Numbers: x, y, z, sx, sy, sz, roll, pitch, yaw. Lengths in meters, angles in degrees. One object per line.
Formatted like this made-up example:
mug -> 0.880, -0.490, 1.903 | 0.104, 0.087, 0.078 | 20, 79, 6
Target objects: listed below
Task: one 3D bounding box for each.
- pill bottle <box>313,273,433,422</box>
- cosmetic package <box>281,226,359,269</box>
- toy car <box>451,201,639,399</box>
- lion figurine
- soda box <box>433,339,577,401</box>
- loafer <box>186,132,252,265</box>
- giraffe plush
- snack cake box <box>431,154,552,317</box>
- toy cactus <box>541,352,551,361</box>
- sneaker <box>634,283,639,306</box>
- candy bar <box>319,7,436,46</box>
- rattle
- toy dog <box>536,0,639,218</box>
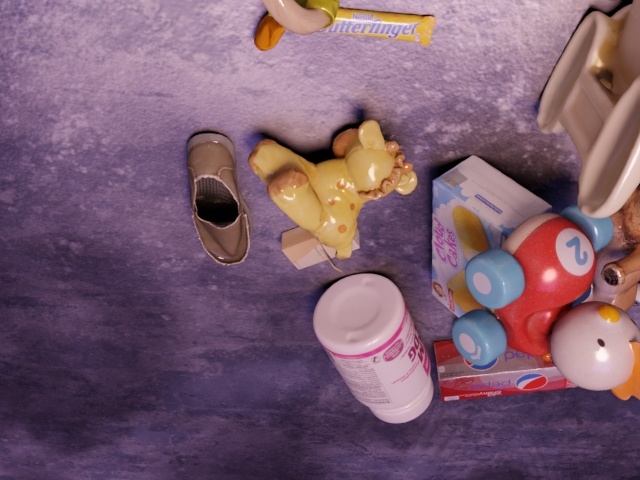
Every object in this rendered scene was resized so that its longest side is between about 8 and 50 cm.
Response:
pill bottle -> 0.106, 0.203, 1.300 | 0.160, 0.160, 0.283 | -14, 136, 14
cosmetic package -> 0.000, 0.000, 1.170 | 0.115, 0.041, 0.060 | -22, 133, 22
toy car -> 0.335, 0.100, 0.927 | 0.219, 0.238, 0.210 | -25, 138, -29
lion figurine -> 0.473, 0.040, 1.133 | 0.240, 0.142, 0.392 | -23, 154, -27
soda box -> 0.355, 0.237, 1.386 | 0.263, 0.092, 0.083 | -8, 136, 9
loafer -> -0.159, -0.042, 1.091 | 0.094, 0.087, 0.251 | -4, 137, 4
giraffe plush -> 0.031, -0.087, 1.000 | 0.170, 0.210, 0.181 | -41, 159, 7
snack cake box -> 0.249, 0.022, 1.099 | 0.089, 0.152, 0.264 | -32, 140, -21
toy cactus -> 0.341, 0.128, 1.277 | 0.219, 0.112, 0.180 | -5, 128, 18
sneaker -> 0.647, 0.092, 1.250 | 0.237, 0.085, 0.086 | 5, 111, 0
candy bar -> 0.061, -0.268, 0.900 | 0.161, 0.018, 0.040 | 4, 137, -5
rattle -> -0.082, -0.290, 0.793 | 0.142, 0.130, 0.199 | 10, -173, 40
toy dog -> 0.520, -0.175, 0.838 | 0.408, 0.284, 0.395 | 13, 116, -9
